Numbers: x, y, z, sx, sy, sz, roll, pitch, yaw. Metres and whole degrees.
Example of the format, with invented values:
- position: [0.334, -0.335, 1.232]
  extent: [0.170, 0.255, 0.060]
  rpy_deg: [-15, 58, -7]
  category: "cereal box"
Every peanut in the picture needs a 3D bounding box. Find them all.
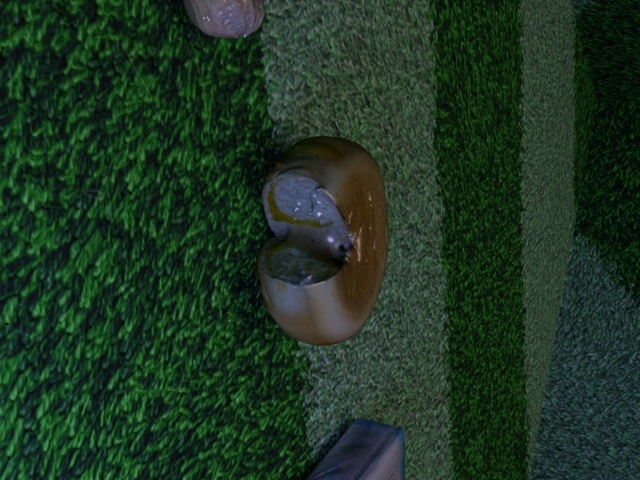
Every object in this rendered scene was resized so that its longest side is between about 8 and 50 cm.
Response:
- position: [-0.148, -0.334, 1.232]
  extent: [0.098, 0.090, 0.214]
  rpy_deg: [-50, 146, -2]
  category: "peanut"

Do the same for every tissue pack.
- position: [0.060, 0.480, 1.749]
  extent: [0.271, 0.124, 0.201]
  rpy_deg: [-38, 126, -57]
  category: "tissue pack"

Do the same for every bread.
- position: [0.000, 0.000, 1.504]
  extent: [0.333, 0.160, 0.333]
  rpy_deg: [-26, 120, -59]
  category: "bread"
